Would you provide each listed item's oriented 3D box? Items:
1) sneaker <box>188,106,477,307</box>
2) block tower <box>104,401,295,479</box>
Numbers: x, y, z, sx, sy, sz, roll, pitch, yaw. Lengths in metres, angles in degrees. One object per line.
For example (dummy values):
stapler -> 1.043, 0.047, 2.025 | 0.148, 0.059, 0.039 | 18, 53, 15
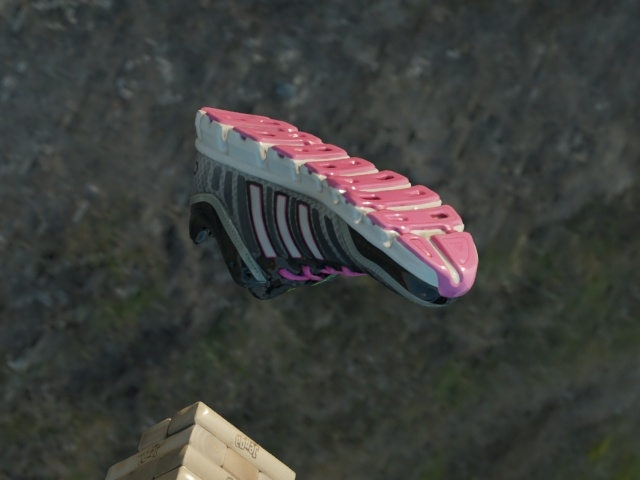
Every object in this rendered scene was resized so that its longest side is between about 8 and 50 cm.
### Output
sneaker -> 0.000, 0.000, 0.864 | 0.063, 0.170, 0.074 | -5, 118, -50
block tower -> -0.104, 0.265, 1.123 | 0.097, 0.091, 0.335 | 39, 43, -24
